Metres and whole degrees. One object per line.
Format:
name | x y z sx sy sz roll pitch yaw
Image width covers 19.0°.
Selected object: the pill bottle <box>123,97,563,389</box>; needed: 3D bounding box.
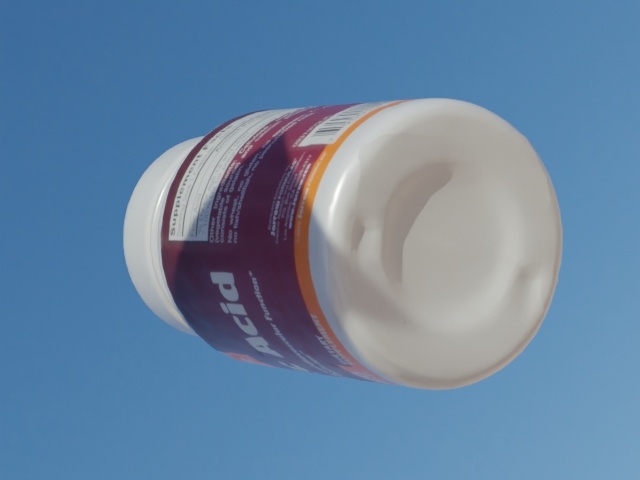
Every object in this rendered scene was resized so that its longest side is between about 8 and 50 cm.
pill bottle | 0.000 0.000 1.595 0.224 0.224 0.392 -32 16 -26
